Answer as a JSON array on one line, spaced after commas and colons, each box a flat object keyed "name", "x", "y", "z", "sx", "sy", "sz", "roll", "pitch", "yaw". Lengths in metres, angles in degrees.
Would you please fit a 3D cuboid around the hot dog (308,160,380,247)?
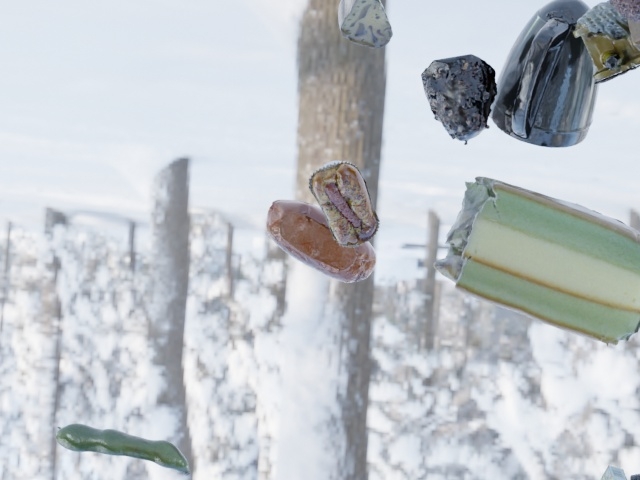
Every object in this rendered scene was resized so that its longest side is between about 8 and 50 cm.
[{"name": "hot dog", "x": 0.050, "y": -0.074, "z": 2.174, "sx": 0.108, "sy": 0.191, "sz": 0.059, "roll": -22, "pitch": -152, "yaw": 7}]

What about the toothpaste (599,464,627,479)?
[{"name": "toothpaste", "x": 0.579, "y": 0.500, "z": 2.105, "sx": 0.034, "sy": 0.046, "sz": 0.164, "roll": 18, "pitch": -155, "yaw": -7}]

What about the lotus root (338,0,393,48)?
[{"name": "lotus root", "x": 0.077, "y": -0.451, "z": 2.124, "sx": 0.095, "sy": 0.135, "sz": 0.159, "roll": -18, "pitch": 132, "yaw": 6}]

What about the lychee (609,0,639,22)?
[{"name": "lychee", "x": 0.514, "y": -0.402, "z": 1.730, "sx": 0.123, "sy": 0.129, "sz": 0.123, "roll": -1, "pitch": 155, "yaw": -1}]

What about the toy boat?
[{"name": "toy boat", "x": 0.646, "y": -0.404, "z": 1.847, "sx": 0.446, "sy": 0.136, "sz": 0.162, "roll": -21, "pitch": -168, "yaw": 30}]

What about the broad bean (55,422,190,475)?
[{"name": "broad bean", "x": -0.355, "y": 0.371, "z": 1.966, "sx": 0.256, "sy": 0.052, "sz": 0.052, "roll": 13, "pitch": -156, "yaw": 1}]

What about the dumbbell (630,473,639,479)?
[{"name": "dumbbell", "x": 0.780, "y": 0.462, "z": 2.169, "sx": 0.326, "sy": 0.143, "sz": 0.143, "roll": -12, "pitch": 172, "yaw": 25}]

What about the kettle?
[{"name": "kettle", "x": 0.438, "y": -0.342, "z": 2.118, "sx": 0.251, "sy": 0.271, "sz": 0.207, "roll": -8, "pitch": -142, "yaw": -27}]

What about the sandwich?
[{"name": "sandwich", "x": 0.278, "y": 0.022, "z": 1.397, "sx": 0.198, "sy": 0.155, "sz": 0.227, "roll": 14, "pitch": -171, "yaw": -24}]

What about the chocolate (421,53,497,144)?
[{"name": "chocolate", "x": 0.271, "y": -0.253, "z": 2.064, "sx": 0.156, "sy": 0.133, "sz": 0.156, "roll": -2, "pitch": 146, "yaw": -1}]

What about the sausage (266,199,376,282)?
[{"name": "sausage", "x": 0.000, "y": 0.000, "z": 2.339, "sx": 0.258, "sy": 0.133, "sz": 0.133, "roll": 28, "pitch": 180, "yaw": 3}]
